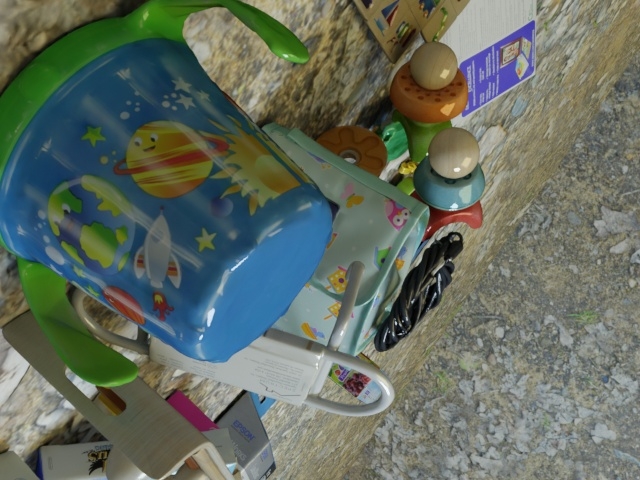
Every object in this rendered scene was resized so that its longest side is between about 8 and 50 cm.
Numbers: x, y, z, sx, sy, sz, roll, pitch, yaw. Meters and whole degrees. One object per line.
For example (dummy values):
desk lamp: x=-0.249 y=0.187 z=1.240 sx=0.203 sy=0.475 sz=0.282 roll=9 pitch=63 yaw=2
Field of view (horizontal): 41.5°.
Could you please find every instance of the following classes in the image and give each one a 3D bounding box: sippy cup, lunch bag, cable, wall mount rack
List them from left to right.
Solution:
sippy cup: x=-0.120 y=-0.027 z=0.692 sx=0.240 sy=0.224 sz=0.305 roll=-41 pitch=158 yaw=-33
wall mount rack: x=-0.089 y=0.105 z=0.949 sx=0.304 sy=0.350 sz=0.130 roll=109 pitch=-1 yaw=-52
lunch bag: x=0.000 y=0.000 z=1.033 sx=0.160 sy=0.223 sz=0.262 roll=-48 pitch=163 yaw=-38
cable: x=0.118 y=0.079 z=1.049 sx=0.150 sy=0.047 sz=0.184 roll=-47 pitch=166 yaw=-46

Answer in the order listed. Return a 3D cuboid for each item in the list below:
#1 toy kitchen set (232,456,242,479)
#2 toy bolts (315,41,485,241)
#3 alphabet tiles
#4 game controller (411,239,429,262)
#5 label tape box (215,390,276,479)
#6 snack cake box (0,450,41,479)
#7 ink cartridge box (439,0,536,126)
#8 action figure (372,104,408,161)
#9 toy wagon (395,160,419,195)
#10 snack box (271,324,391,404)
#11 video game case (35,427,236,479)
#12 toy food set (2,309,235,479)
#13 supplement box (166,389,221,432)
toy kitchen set: x=-0.169 y=0.382 z=1.294 sx=0.068 sy=0.075 sz=0.083 roll=-20 pitch=103 yaw=-63
toy bolts: x=0.109 y=-0.123 z=1.053 sx=0.218 sy=0.228 sz=0.158 roll=-18 pitch=148 yaw=-11
alphabet tiles: x=0.165 y=-0.383 z=1.004 sx=0.342 sy=0.011 sz=0.285 roll=-52 pitch=154 yaw=1
game controller: x=0.184 y=0.033 z=1.802 sx=0.319 sy=0.067 sz=0.166 roll=-53 pitch=162 yaw=2
label tape box: x=-0.164 y=0.422 z=1.620 sx=0.333 sy=0.106 sz=0.240 roll=-46 pitch=161 yaw=-19
snack cake box: x=-0.420 y=0.375 z=0.931 sx=0.264 sy=0.089 sz=0.152 roll=-58 pitch=160 yaw=18
ink cartridge box: x=0.232 y=-0.290 z=1.230 sx=0.208 sy=0.045 sz=0.206 roll=-34 pitch=137 yaw=-23
action figure: x=0.121 y=-0.174 z=1.261 sx=0.232 sy=0.063 sz=0.137 roll=-39 pitch=160 yaw=-46
toy wagon: x=0.104 y=0.011 z=1.561 sx=0.267 sy=0.068 sz=0.344 roll=-19 pitch=142 yaw=-60
snack box: x=0.015 y=0.193 z=1.457 sx=0.070 sy=0.207 sz=0.174 roll=-51 pitch=161 yaw=-6
video game case: x=-0.263 y=0.365 z=1.148 sx=0.244 sy=0.061 sz=0.269 roll=-1 pitch=135 yaw=-25
toy food set: x=-0.211 y=0.206 z=0.913 sx=0.092 sy=0.220 sz=0.306 roll=-47 pitch=162 yaw=-19
supplement box: x=-0.214 y=0.343 z=1.340 sx=0.111 sy=0.114 sz=0.220 roll=-44 pitch=159 yaw=-21
